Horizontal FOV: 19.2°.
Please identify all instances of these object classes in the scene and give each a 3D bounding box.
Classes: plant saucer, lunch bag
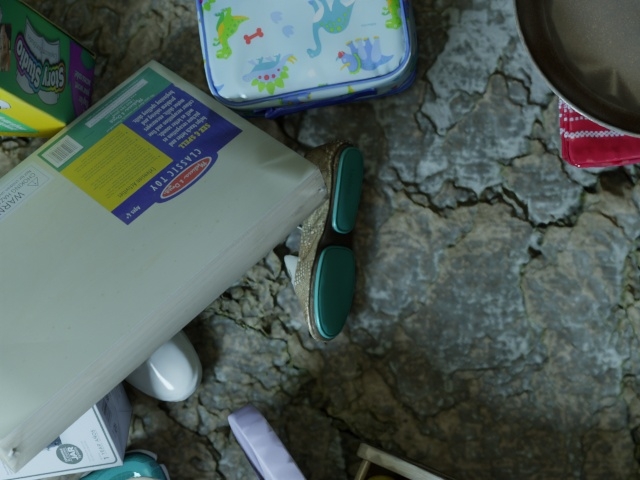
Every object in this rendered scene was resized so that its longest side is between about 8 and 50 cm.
[{"bbox_3d":[0.343,-0.246,1.862,0.311,0.050,0.310,-1,82,7],"label":"plant saucer"},{"bbox_3d":[-0.014,-0.218,1.931,0.219,0.090,0.176,-11,82,9],"label":"lunch bag"}]

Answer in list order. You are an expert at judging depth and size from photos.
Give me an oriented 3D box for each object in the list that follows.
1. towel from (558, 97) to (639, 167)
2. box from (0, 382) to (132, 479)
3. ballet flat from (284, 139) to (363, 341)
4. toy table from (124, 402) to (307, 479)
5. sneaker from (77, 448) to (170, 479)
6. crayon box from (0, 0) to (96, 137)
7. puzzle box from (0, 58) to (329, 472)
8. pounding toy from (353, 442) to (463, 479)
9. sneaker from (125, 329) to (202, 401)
[{"bbox_3d":[0.335,-0.211,1.898,0.199,0.031,0.274,-3,84,9],"label":"towel"},{"bbox_3d":[-0.354,0.163,1.908,0.290,0.087,0.169,-11,127,11],"label":"box"},{"bbox_3d":[0.000,0.000,1.928,0.067,0.073,0.206,3,81,38],"label":"ballet flat"},{"bbox_3d":[-0.064,0.312,1.823,0.161,0.252,0.274,-29,68,-10],"label":"toy table"},{"bbox_3d":[-0.268,0.311,1.914,0.275,0.110,0.107,-35,79,4],"label":"sneaker"},{"bbox_3d":[-0.425,-0.183,1.863,0.313,0.363,0.106,2,84,10],"label":"crayon box"},{"bbox_3d":[-0.224,0.011,1.839,0.409,0.052,0.272,-41,50,-17],"label":"puzzle box"},{"bbox_3d":[0.135,0.314,1.817,0.270,0.154,0.154,23,89,12],"label":"pounding toy"},{"bbox_3d":[-0.211,0.083,1.935,0.080,0.094,0.212,-45,79,2],"label":"sneaker"}]
